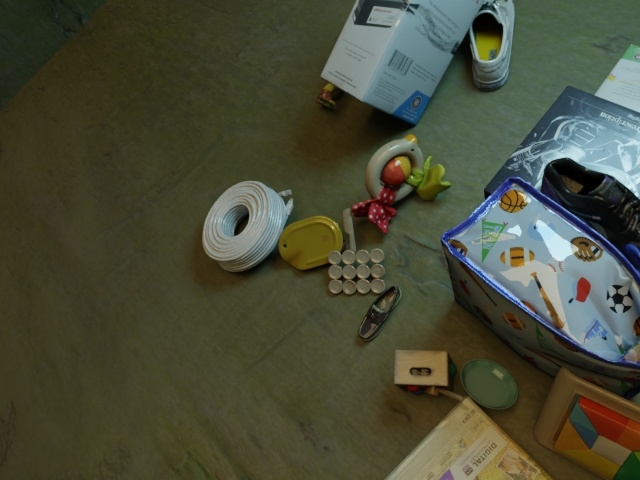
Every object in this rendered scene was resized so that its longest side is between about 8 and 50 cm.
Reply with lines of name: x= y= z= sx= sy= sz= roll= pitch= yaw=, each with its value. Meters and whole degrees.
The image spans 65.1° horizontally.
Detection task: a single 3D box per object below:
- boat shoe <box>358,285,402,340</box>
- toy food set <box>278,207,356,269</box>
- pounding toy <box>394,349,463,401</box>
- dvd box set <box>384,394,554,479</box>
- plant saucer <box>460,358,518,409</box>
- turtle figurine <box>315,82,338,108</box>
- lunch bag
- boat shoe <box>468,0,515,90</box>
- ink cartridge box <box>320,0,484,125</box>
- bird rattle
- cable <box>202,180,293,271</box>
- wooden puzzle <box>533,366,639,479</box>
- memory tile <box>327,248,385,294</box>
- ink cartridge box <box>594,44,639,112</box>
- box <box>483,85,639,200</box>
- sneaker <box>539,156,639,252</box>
boat shoe: x=0.137 y=0.169 z=1.195 sx=0.056 sy=0.049 sz=0.152 roll=29 pitch=80 yaw=30
toy food set: x=0.000 y=0.000 z=1.326 sx=0.217 sy=0.071 sz=0.128 roll=-16 pitch=89 yaw=18
pounding toy: x=0.232 y=0.290 z=1.052 sx=0.141 sy=0.130 sz=0.100 roll=-3 pitch=65 yaw=20
dvd box set: x=0.330 y=0.553 z=0.930 sx=0.307 sy=0.062 sz=0.420 roll=-45 pitch=58 yaw=-3
plant saucer: x=0.346 y=0.301 z=1.039 sx=0.119 sy=0.021 sz=0.119 roll=6 pitch=40 yaw=-5
turtle figurine: x=0.062 y=-0.502 z=1.467 sx=0.218 sy=0.087 sz=0.269 roll=-63 pitch=24 yaw=3
lunch bag: x=0.447 y=0.114 z=0.939 sx=0.239 sy=0.328 sz=0.385 roll=-42 pitch=57 yaw=-1
boat shoe: x=0.457 y=-0.604 z=1.370 sx=0.135 sy=0.156 sz=0.368 roll=2 pitch=67 yaw=22
ink cartridge box: x=0.219 y=-0.530 z=1.272 sx=0.166 sy=0.285 sz=0.395 roll=41 pitch=112 yaw=32
bird rattle: x=0.180 y=-0.153 z=1.253 sx=0.253 sy=0.207 sz=0.143 roll=-26 pitch=41 yaw=-2
cable: x=-0.214 y=-0.041 z=1.390 sx=0.256 sy=0.089 sz=0.257 roll=0 pitch=66 yaw=34
wooden puzzle: x=0.504 y=0.353 z=0.871 sx=0.238 sy=0.221 sz=0.044 roll=28 pitch=48 yaw=32
memory tile: x=0.090 y=0.079 z=1.254 sx=0.147 sy=0.012 sz=0.113 roll=-3 pitch=90 yaw=19
ink cartridge box: x=0.737 y=-0.329 z=1.167 sx=0.154 sy=0.093 sz=0.212 roll=33 pitch=80 yaw=31
box: x=0.589 y=-0.105 z=1.070 sx=0.343 sy=0.179 sz=0.313 roll=36 pitch=84 yaw=31
sneaker: x=0.520 y=-0.049 z=0.895 sx=0.283 sy=0.124 sz=0.107 roll=38 pitch=86 yaw=31
